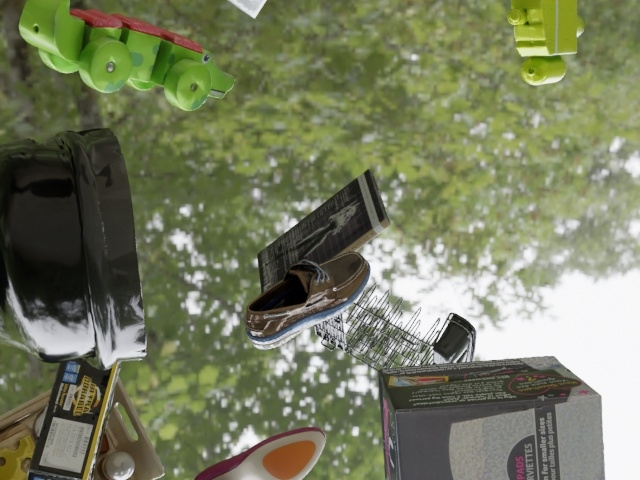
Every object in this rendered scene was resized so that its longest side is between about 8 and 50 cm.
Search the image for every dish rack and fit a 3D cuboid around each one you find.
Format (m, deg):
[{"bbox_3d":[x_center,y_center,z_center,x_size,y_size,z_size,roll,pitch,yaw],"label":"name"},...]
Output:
[{"bbox_3d":[0.095,0.138,1.630,0.271,0.208,0.074,28,-118,20],"label":"dish rack"}]

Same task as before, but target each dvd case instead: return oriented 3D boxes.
[{"bbox_3d":[0.000,0.000,1.585,0.221,0.018,0.164,-38,-154,14],"label":"dvd case"}]

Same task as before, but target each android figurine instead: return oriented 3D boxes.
[{"bbox_3d":[0.313,-0.341,1.515,0.056,0.248,0.273,4,-167,28],"label":"android figurine"}]

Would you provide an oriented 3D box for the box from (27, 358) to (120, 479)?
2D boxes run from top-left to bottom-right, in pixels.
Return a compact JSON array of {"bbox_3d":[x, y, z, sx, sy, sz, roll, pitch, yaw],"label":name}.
[{"bbox_3d":[-0.332,0.263,1.472,0.079,0.322,0.257,12,-127,-9],"label":"box"}]

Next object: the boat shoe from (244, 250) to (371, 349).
[{"bbox_3d":[-0.013,0.062,1.335,0.183,0.066,0.066,-35,-131,-22],"label":"boat shoe"}]

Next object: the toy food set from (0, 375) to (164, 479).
[{"bbox_3d":[-0.422,0.357,1.764,0.306,0.220,0.092,-27,-178,-40],"label":"toy food set"}]

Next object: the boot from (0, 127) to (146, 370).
[{"bbox_3d":[-0.257,0.021,0.618,0.260,0.131,0.348,-12,-171,-26],"label":"boot"}]

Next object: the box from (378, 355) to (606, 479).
[{"bbox_3d":[0.138,0.231,0.870,0.163,0.247,0.142,-4,-173,-2],"label":"box"}]

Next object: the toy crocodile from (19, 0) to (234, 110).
[{"bbox_3d":[-0.237,-0.240,1.384,0.115,0.105,0.340,28,-167,37],"label":"toy crocodile"}]

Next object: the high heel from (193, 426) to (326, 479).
[{"bbox_3d":[-0.092,0.330,1.619,0.244,0.082,0.117,-40,-166,15],"label":"high heel"}]

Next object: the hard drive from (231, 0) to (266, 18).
[{"bbox_3d":[-0.027,-0.404,1.168,0.040,0.319,0.210,35,-173,13],"label":"hard drive"}]
